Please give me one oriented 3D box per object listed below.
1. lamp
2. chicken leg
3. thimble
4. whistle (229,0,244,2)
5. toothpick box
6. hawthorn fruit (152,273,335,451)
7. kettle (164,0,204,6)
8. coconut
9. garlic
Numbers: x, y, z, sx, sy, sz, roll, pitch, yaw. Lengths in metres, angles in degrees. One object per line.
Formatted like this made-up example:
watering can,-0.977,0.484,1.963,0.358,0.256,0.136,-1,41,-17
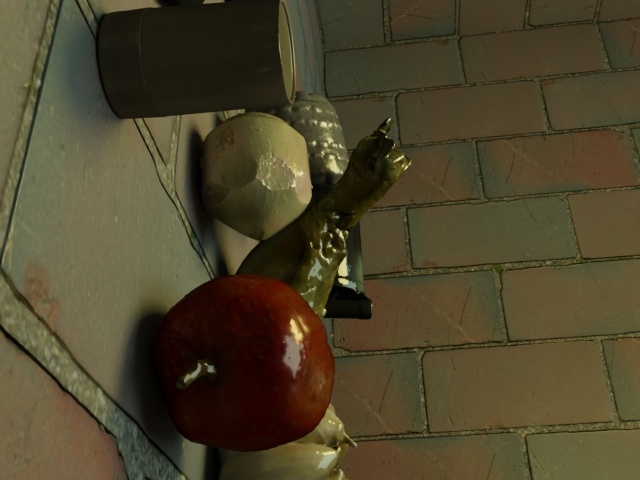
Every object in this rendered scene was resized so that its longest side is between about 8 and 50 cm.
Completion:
lamp,-0.013,0.018,1.627,0.374,0.205,0.272,172,-82,-79
chicken leg,0.000,0.000,1.209,0.429,0.153,0.201,-52,173,8
thimble,-0.055,-0.139,1.338,0.236,0.205,0.172,79,2,-74
whistle,-0.137,-0.477,1.461,0.269,0.093,0.180,91,1,-80
toothpick box,-0.122,-0.184,0.791,0.111,0.181,0.111,-4,90,-83
hawthorn fruit,-0.088,0.135,0.846,0.253,0.205,0.205,16,69,-79
kettle,-0.150,-0.396,0.963,0.232,0.144,0.202,66,39,-82
coconut,-0.096,-0.086,1.122,0.171,0.171,0.182,76,8,-59
garlic,-0.050,0.307,1.070,0.184,0.203,0.281,62,19,-24
